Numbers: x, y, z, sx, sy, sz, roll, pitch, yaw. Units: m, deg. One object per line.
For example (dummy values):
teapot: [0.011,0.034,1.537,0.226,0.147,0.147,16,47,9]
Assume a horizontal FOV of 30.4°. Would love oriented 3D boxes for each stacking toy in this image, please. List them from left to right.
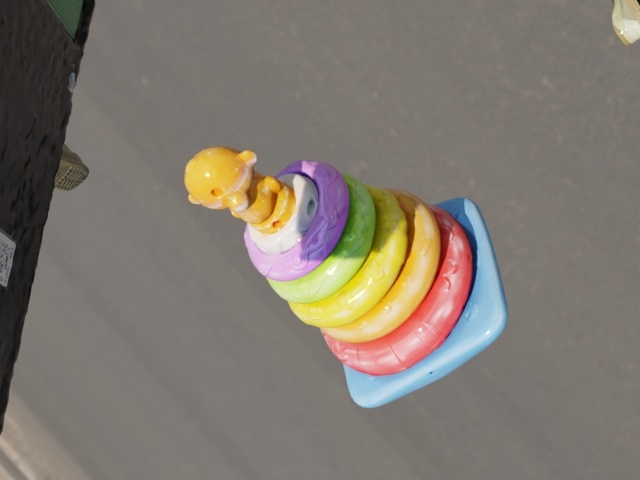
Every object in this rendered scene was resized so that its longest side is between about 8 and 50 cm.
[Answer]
stacking toy: [0.000,0.000,0.974,0.175,0.166,0.302,-34,136,27]

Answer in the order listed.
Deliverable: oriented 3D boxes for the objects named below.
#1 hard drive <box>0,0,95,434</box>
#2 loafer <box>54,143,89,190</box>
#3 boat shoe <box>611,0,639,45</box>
hard drive: [-0.167,-0.037,0.432,0.064,0.339,0.237,7,166,8]
loafer: [-0.313,-0.092,1.284,0.050,0.056,0.148,51,-172,25]
boat shoe: [0.413,-0.324,1.564,0.048,0.153,0.056,-26,129,35]
